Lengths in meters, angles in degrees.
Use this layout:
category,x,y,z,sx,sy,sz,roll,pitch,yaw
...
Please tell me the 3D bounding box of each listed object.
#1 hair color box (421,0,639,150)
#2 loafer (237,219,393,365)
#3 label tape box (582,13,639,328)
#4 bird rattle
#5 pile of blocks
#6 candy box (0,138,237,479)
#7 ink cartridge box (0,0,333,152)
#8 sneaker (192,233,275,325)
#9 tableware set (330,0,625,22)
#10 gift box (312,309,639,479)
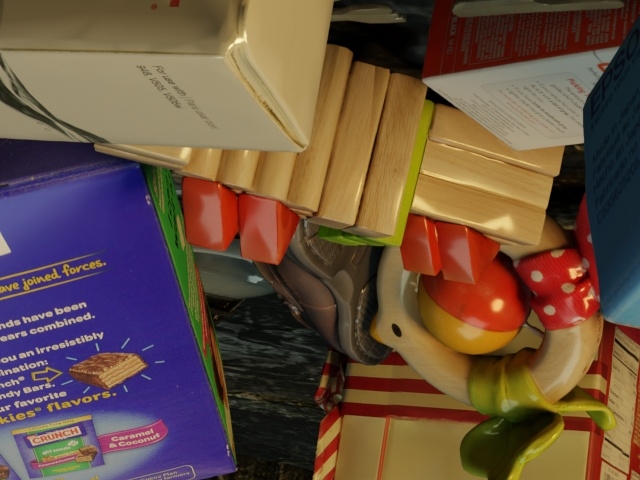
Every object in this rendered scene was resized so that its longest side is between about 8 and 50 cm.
category,x,y,z,sx,sy,sz,roll,pitch,yaw
hair color box,0.143,-0.088,0.605,0.167,0.053,0.093,-2,159,39
loafer,0.000,0.000,0.948,0.095,0.109,0.302,24,164,23
label tape box,0.292,-0.050,0.407,0.348,0.115,0.249,10,141,-10
bird rattle,0.131,0.051,0.882,0.207,0.143,0.253,30,136,16
pile of blocks,-0.021,-0.041,0.689,0.362,0.112,0.149,18,173,-44
candy box,-0.209,0.047,0.804,0.268,0.122,0.317,-12,141,-3
ink cartridge box,-0.098,-0.117,0.460,0.208,0.153,0.087,5,164,19
sneaker,-0.139,0.087,1.143,0.124,0.178,0.295,21,160,-36
tableware set,0.024,-0.131,0.547,0.194,0.039,0.128,3,171,30
gift box,0.143,0.171,1.127,0.258,0.276,0.255,1,157,31
